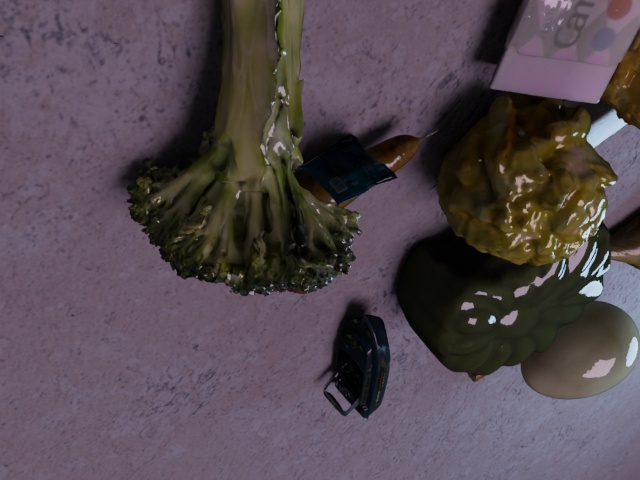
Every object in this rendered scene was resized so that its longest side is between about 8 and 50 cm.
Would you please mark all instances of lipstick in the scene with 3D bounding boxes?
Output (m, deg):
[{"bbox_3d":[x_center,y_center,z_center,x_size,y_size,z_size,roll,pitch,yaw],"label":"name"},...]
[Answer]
[{"bbox_3d":[0.443,-0.211,1.389,0.317,0.068,0.066,-35,144,-4],"label":"lipstick"}]

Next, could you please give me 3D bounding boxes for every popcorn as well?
[{"bbox_3d":[0.275,-0.086,1.249,0.212,0.259,0.259,-31,151,-50],"label":"popcorn"}]

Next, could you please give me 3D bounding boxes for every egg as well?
[{"bbox_3d":[0.530,0.228,1.854,0.253,0.188,0.188,-29,144,-4],"label":"egg"}]

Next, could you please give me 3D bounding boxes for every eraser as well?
[{"bbox_3d":[0.360,-0.359,1.112,0.213,0.082,0.397,3,130,-19],"label":"eraser"}]

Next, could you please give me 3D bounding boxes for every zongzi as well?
[{"bbox_3d":[0.641,-0.024,1.758,0.197,0.099,0.194,11,123,-39],"label":"zongzi"}]

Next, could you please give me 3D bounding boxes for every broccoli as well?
[{"bbox_3d":[-0.085,-0.123,0.966,0.221,0.252,0.361,-16,105,-33],"label":"broccoli"}]

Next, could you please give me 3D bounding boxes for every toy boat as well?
[{"bbox_3d":[0.065,0.203,1.501,0.103,0.093,0.246,-28,145,-27],"label":"toy boat"}]

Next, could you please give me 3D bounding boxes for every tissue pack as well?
[{"bbox_3d":[0.031,-0.091,1.114,0.085,0.138,0.028,-27,119,-9],"label":"tissue pack"}]

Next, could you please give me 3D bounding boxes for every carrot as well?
[{"bbox_3d":[0.025,-0.070,1.168,0.298,0.078,0.078,-29,144,-9],"label":"carrot"}]

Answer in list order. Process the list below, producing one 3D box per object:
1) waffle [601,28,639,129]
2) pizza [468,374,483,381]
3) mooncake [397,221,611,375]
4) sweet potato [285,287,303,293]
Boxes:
[{"bbox_3d":[0.464,-0.293,1.233,0.057,0.168,0.274,-15,138,-36],"label":"waffle"},{"bbox_3d":[0.355,0.179,1.760,0.127,0.058,0.246,-13,140,-32],"label":"pizza"},{"bbox_3d":[0.307,0.068,1.488,0.351,0.187,0.351,-25,142,-21],"label":"mooncake"},{"bbox_3d":[0.003,0.005,1.252,0.068,0.068,0.226,-5,133,-37],"label":"sweet potato"}]
